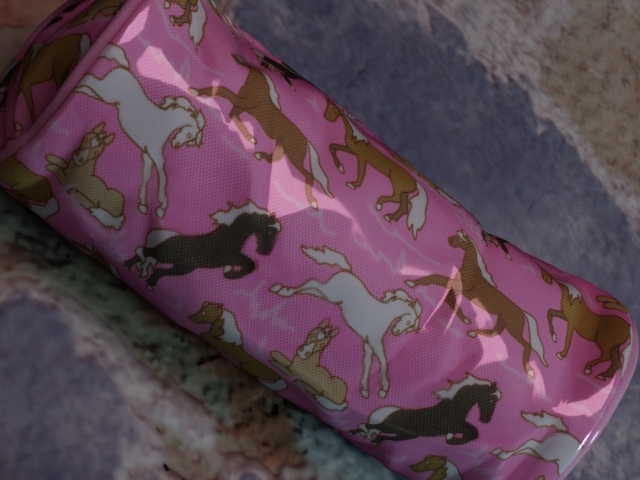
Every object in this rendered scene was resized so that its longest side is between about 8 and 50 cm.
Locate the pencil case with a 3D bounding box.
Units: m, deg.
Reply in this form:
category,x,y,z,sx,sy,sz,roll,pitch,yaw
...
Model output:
category,x,y,z,sx,sy,sz,roll,pitch,yaw
pencil case,0.000,0.000,0.992,0.386,0.167,0.160,39,7,-18
